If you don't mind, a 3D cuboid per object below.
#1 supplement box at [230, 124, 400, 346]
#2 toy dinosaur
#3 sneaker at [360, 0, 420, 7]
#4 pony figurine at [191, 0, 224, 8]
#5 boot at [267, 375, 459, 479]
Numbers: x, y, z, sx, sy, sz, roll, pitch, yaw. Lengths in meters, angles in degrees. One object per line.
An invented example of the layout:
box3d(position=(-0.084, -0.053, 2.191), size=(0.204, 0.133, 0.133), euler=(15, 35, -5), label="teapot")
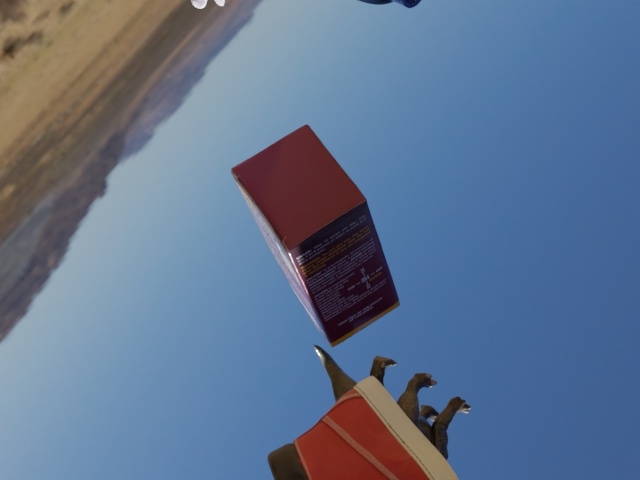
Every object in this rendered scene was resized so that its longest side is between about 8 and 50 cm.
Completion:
box3d(position=(0.000, 0.000, 0.994), size=(0.080, 0.104, 0.188), euler=(-32, 148, -6), label="supplement box")
box3d(position=(0.101, 0.256, 1.493), size=(0.121, 0.313, 0.160), euler=(-8, -138, 47), label="toy dinosaur")
box3d(position=(0.061, -0.321, 0.956), size=(0.081, 0.090, 0.232), euler=(-8, 113, -61), label="sneaker")
box3d(position=(-0.271, -0.303, 0.864), size=(0.302, 0.364, 0.351), euler=(9, -169, 31), label="pony figurine")
box3d(position=(0.051, 0.271, 1.136), size=(0.176, 0.088, 0.244), euler=(-36, -134, -10), label="boot")
